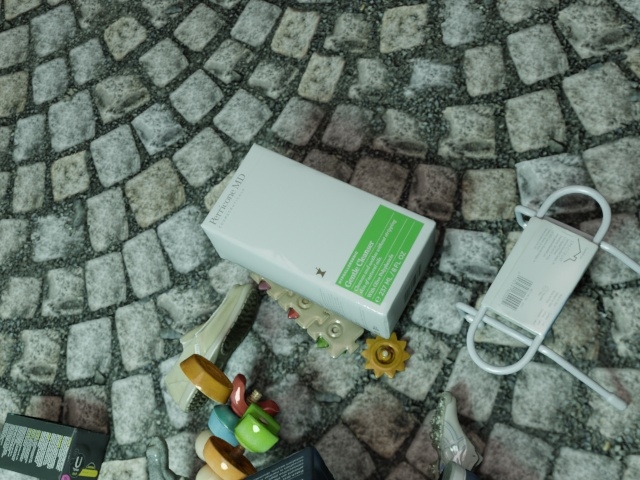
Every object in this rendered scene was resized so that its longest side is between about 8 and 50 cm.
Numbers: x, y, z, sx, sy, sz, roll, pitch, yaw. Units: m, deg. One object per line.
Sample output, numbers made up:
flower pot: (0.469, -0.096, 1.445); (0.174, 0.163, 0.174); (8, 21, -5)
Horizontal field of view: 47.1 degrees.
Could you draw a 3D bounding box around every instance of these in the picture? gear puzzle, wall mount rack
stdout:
gear puzzle: (0.039, 0.120, 1.359); (0.175, 0.044, 0.339); (-43, 67, -11)
wall mount rack: (0.408, 0.098, 1.206); (0.304, 0.130, 0.350); (30, 82, 28)

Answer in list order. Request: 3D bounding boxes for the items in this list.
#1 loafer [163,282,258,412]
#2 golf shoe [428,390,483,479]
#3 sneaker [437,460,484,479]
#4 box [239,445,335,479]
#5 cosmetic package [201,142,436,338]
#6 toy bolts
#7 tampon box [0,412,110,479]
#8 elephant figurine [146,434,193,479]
loafer: (-0.211, 0.189, 1.380); (0.092, 0.102, 0.269); (28, 82, 18)
golf shoe: (0.225, 0.340, 1.216); (0.086, 0.069, 0.176); (5, 77, 1)
sneaker: (0.226, 0.471, 1.145); (0.163, 0.086, 0.226); (25, 110, -3)
box: (-0.027, 0.532, 0.984); (0.212, 0.395, 0.294); (-28, 106, 7)
cosmetic package: (0.000, 0.000, 1.309); (0.365, 0.155, 0.197); (24, 73, 16)
toy bolts: (-0.182, 0.314, 1.250); (0.218, 0.228, 0.158); (41, 89, 3)
tampon box: (-0.509, 0.397, 1.390); (0.161, 0.120, 0.102); (7, 73, 20)
elephant figurine: (-0.227, 0.485, 1.259); (0.169, 0.186, 0.239); (7, 40, -15)
